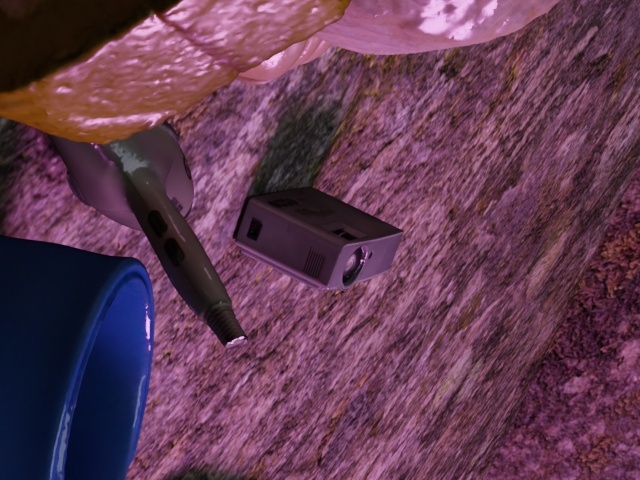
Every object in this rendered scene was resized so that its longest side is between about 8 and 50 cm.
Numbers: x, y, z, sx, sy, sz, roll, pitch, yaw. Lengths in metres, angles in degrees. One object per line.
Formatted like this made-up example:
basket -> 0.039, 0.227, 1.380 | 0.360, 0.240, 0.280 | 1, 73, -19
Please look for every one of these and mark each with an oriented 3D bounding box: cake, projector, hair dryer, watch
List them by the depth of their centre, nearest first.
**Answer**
cake -> -0.110, -0.182, 0.960 | 0.261, 0.179, 0.156 | -26, 159, 17
hair dryer -> -0.142, -0.046, 1.121 | 0.088, 0.225, 0.219 | -37, 126, 4
watch -> -0.198, 0.128, 1.133 | 0.305, 0.241, 0.274 | -59, 158, -77
projector -> 0.000, 0.000, 1.566 | 0.147, 0.115, 0.061 | -14, 125, -63

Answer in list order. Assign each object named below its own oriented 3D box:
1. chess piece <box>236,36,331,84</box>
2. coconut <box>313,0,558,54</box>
chess piece -> -0.021, -0.206, 1.307 | 0.307, 0.124, 0.139 | -34, 175, -47
coconut -> 0.060, -0.285, 1.157 | 0.329, 0.329, 0.328 | -49, 155, -33
